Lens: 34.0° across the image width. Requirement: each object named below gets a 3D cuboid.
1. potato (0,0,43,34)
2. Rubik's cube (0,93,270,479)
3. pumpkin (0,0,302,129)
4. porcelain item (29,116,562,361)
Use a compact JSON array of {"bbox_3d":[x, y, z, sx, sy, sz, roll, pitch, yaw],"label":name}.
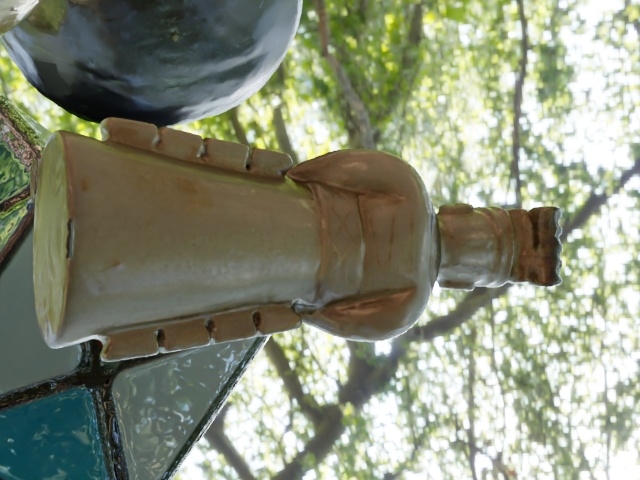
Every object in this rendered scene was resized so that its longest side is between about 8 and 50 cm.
[{"bbox_3d":[-0.179,-0.200,0.533,0.164,0.200,0.081,13,-162,23],"label":"potato"},{"bbox_3d":[-0.224,0.057,0.894,0.246,0.250,0.248,-56,-144,2],"label":"Rubik's cube"},{"bbox_3d":[-0.158,-0.231,0.755,0.238,0.315,0.315,-20,-139,-15],"label":"pumpkin"},{"bbox_3d":[0.000,0.000,0.406,0.213,0.084,0.054,1,-179,-29],"label":"porcelain item"}]
